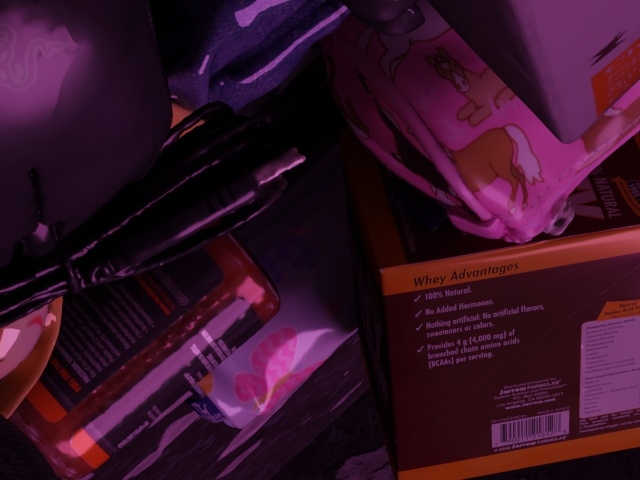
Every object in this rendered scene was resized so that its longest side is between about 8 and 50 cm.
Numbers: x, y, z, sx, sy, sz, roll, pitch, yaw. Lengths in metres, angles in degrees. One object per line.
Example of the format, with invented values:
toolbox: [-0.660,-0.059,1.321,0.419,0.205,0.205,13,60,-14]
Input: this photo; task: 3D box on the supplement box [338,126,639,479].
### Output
supplement box: [0.121,0.028,1.168,0.191,0.129,0.194,-10,133,-4]

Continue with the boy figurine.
boy figurine: [-0.087,-0.035,0.836,0.285,0.092,0.177,-45,173,1]

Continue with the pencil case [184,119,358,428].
pencil case: [0.000,0.000,1.281,0.273,0.124,0.113,-40,-146,-2]

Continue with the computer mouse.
computer mouse: [-0.097,-0.034,0.643,0.188,0.072,0.272,-26,154,-8]

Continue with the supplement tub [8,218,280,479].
supplement tub: [-0.126,0.060,1.060,0.198,0.106,0.106,-40,171,-7]

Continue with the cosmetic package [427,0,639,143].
cosmetic package: [0.113,-0.190,0.707,0.230,0.161,0.453,-42,170,5]

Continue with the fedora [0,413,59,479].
fedora: [-0.220,0.099,0.613,0.275,0.243,0.124,-17,135,-9]

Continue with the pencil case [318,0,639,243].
pencil case: [0.183,-0.161,1.040,0.386,0.160,0.167,-39,126,-9]
